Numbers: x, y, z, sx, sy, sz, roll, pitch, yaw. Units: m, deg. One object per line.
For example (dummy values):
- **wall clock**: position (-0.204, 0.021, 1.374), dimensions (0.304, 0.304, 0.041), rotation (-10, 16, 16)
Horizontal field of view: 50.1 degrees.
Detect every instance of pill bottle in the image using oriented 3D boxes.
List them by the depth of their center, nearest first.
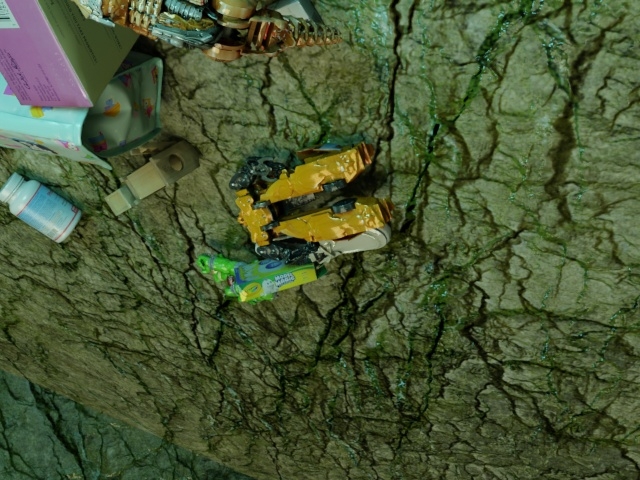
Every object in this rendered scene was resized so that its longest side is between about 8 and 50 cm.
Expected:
- **pill bottle**: position (-0.602, -0.073, 1.465), dimensions (0.160, 0.087, 0.087), rotation (39, 139, -27)

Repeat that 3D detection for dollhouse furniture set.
- **dollhouse furniture set**: position (-0.342, -0.161, 1.272), dimensions (0.181, 0.101, 0.161), rotation (-21, 105, 41)

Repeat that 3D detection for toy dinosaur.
- **toy dinosaur**: position (-0.137, -0.283, 0.855), dimensions (0.322, 0.218, 0.164), rotation (26, 120, -34)

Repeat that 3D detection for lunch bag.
- **lunch bag**: position (-0.390, -0.206, 1.033), dimensions (0.223, 0.262, 0.160), rotation (13, 120, 9)

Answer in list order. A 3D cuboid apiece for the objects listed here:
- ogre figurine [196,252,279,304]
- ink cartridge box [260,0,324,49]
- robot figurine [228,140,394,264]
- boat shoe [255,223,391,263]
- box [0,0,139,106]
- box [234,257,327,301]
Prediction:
- **ogre figurine**: position (-0.168, 0.089, 1.496), dimensions (0.118, 0.097, 0.197), rotation (2, 131, 38)
- **ink cartridge box**: position (-0.058, -0.308, 0.987), dimensions (0.115, 0.029, 0.063), rotation (-11, 136, 32)
- **robot figurine**: position (-0.026, -0.068, 1.206), dimensions (0.291, 0.085, 0.211), rotation (-11, 108, 34)
- **boat shoe**: position (0.000, 0.000, 1.314), dimensions (0.267, 0.088, 0.096), rotation (5, 142, 16)
- **box**: position (-0.336, -0.333, 0.887), dimensions (0.117, 0.243, 0.214), rotation (5, 142, 16)
- **box**: position (-0.080, 0.064, 1.373), dimensions (0.179, 0.105, 0.043), rotation (-15, 108, -7)
